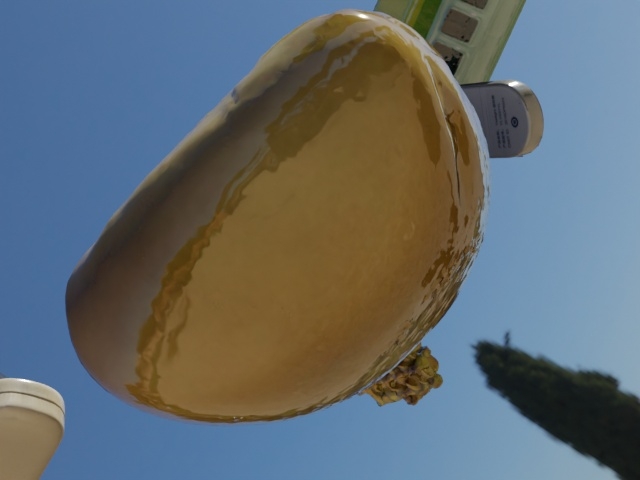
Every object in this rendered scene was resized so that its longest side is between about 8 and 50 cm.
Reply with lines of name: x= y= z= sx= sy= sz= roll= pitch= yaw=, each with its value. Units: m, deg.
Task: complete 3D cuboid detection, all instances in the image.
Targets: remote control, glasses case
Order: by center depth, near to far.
glasses case: x=-0.305 y=0.210 z=1.128 sx=0.196 sy=0.083 sz=0.050 roll=-55 pitch=26 yaw=29
remote control: x=0.139 y=-0.121 z=1.238 sx=0.022 sy=0.245 sz=0.077 roll=-16 pitch=-79 yaw=-31

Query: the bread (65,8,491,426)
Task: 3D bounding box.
bread: x=0.000 y=0.000 z=0.422 sx=0.147 sy=0.098 sz=0.217 roll=-43 pitch=-3 yaw=10

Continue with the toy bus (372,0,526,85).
toy bus: x=0.140 y=-0.260 z=1.379 sx=0.276 sy=0.165 sz=0.133 roll=-66 pitch=-13 yaw=18

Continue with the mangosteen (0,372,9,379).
mangosteen: x=-0.481 y=0.276 z=1.504 sx=0.275 sy=0.275 sz=0.302 roll=-46 pitch=-13 yaw=-27

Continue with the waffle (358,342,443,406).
waffle: x=0.035 y=0.102 z=1.199 sx=0.038 sy=0.191 sz=0.191 roll=-56 pitch=-20 yaw=-26
